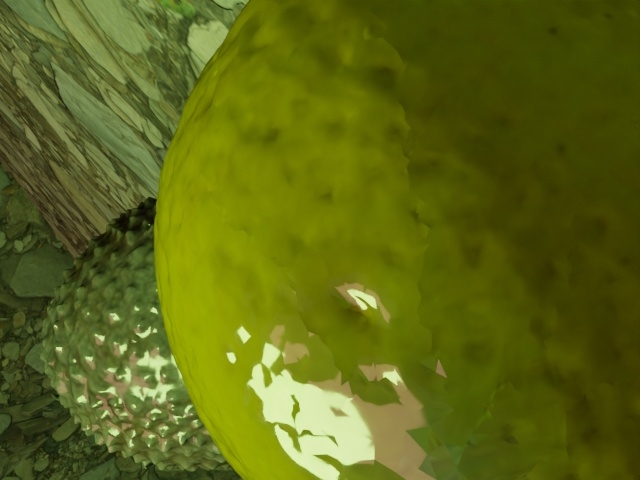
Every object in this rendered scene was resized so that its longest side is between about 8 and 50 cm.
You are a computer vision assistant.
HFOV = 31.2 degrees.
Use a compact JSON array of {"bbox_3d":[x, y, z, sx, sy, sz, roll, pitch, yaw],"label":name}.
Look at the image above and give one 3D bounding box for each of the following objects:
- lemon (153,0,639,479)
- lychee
[{"bbox_3d":[0.067,0.013,0.430,0.267,0.267,0.267,43,165,15],"label":"lemon"},{"bbox_3d":[-0.129,0.089,1.132,0.300,0.300,0.300,43,165,15],"label":"lychee"}]
